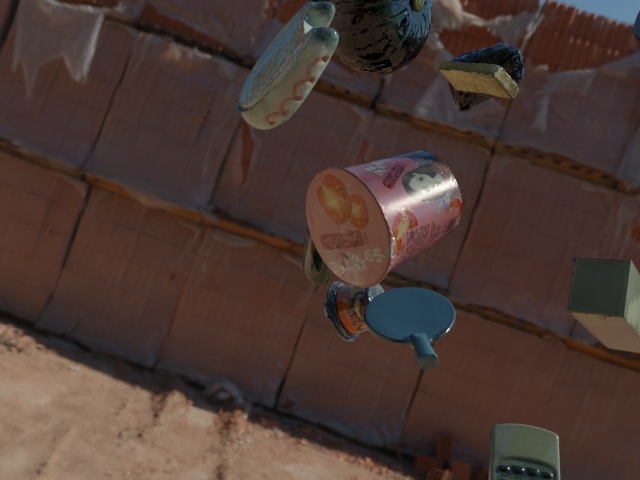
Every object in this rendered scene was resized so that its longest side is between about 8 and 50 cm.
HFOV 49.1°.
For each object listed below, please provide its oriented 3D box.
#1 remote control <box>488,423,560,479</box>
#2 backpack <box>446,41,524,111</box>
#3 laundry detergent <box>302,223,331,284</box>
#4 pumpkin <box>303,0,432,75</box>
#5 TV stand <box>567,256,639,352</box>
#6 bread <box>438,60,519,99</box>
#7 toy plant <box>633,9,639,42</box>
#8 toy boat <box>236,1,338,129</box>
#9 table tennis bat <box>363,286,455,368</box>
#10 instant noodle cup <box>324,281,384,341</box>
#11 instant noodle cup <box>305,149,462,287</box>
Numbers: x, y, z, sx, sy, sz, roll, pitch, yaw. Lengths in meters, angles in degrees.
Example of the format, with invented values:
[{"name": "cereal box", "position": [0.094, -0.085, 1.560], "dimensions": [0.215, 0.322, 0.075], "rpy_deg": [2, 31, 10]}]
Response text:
[{"name": "remote control", "position": [0.341, 0.447, 1.171], "dimensions": [0.124, 0.285, 0.038], "rpy_deg": [9, -34, 7]}, {"name": "backpack", "position": [0.357, -0.366, 1.534], "dimensions": [0.105, 0.165, 0.120], "rpy_deg": [-120, -170, -50]}, {"name": "laundry detergent", "position": [0.000, 0.000, 1.782], "dimensions": [0.063, 0.210, 0.137], "rpy_deg": [-2, 32, -15]}, {"name": "pumpkin", "position": [0.078, -0.428, 1.300], "dimensions": [0.248, 0.247, 0.248], "rpy_deg": [21, 2, -1]}, {"name": "TV stand", "position": [0.458, 0.105, 1.081], "dimensions": [0.083, 0.088, 0.269], "rpy_deg": [5, -16, 35]}, {"name": "bread", "position": [0.274, -0.283, 1.229], "dimensions": [0.068, 0.028, 0.154], "rpy_deg": [37, -6, -33]}, {"name": "toy plant", "position": [0.873, -0.395, 1.478], "dimensions": [0.401, 0.185, 0.279], "rpy_deg": [23, 39, -12]}, {"name": "toy boat", "position": [-0.038, -0.237, 0.998], "dimensions": [0.079, 0.208, 0.134], "rpy_deg": [25, 37, -29]}, {"name": "table tennis bat", "position": [0.214, 0.194, 1.625], "dimensions": [0.215, 0.044, 0.329], "rpy_deg": [-7, 24, -2]}, {"name": "instant noodle cup", "position": [0.116, 0.189, 1.999], "dimensions": [0.126, 0.177, 0.208], "rpy_deg": [-19, 2, 29]}, {"name": "instant noodle cup", "position": [0.133, -0.059, 1.375], "dimensions": [0.231, 0.242, 0.243], "rpy_deg": [-23, 30, -33]}]
